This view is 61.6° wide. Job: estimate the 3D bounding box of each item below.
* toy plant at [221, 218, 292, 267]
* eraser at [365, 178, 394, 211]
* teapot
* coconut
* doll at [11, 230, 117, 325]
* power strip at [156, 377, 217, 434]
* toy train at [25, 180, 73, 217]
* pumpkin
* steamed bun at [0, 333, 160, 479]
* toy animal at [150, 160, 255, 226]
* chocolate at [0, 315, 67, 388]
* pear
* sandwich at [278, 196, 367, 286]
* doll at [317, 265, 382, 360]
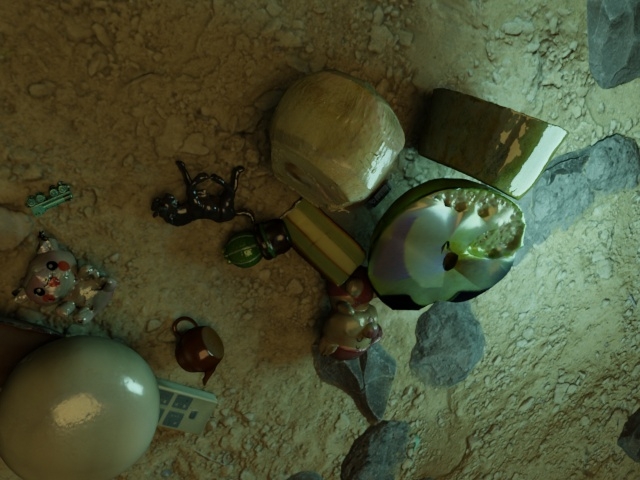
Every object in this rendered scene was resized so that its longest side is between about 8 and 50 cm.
[{"bbox_3d":[-0.151,0.010,1.255,0.162,0.093,0.093,-20,116,4],"label":"toy plant"},{"bbox_3d":[0.153,-0.118,1.399,0.027,0.019,0.099,43,87,-15],"label":"eraser"},{"bbox_3d":[-0.300,0.262,1.281,0.116,0.116,0.173,-30,90,-12],"label":"teapot"},{"bbox_3d":[0.032,-0.225,1.160,0.297,0.297,0.255,45,71,-29],"label":"coconut"},{"bbox_3d":[-0.530,0.087,1.120,0.192,0.095,0.149,32,86,-27],"label":"doll"},{"bbox_3d":[-0.413,0.385,1.298,0.367,0.043,0.106,25,96,-29],"label":"power strip"},{"bbox_3d":[-0.550,-0.084,1.092,0.092,0.029,0.045,-28,123,-15],"label":"toy train"},{"bbox_3d":[0.402,-0.227,1.302,0.332,0.332,0.199,10,104,-27],"label":"pumpkin"},{"bbox_3d":[-0.488,0.359,1.100,0.324,0.206,0.325,-13,119,-24],"label":"steamed bun"},{"bbox_3d":[-0.256,-0.093,1.202,0.232,0.084,0.148,2,118,-27],"label":"toy animal"},{"bbox_3d":[-0.656,0.221,1.114,0.261,0.083,0.161,33,93,-38],"label":"chocolate"},{"bbox_3d":[0.287,-0.016,1.324,0.398,0.165,0.399,-8,130,-9],"label":"pear"},{"bbox_3d":[0.000,0.000,1.281,0.117,0.187,0.144,-46,125,-5],"label":"sandwich"},{"bbox_3d":[0.086,0.189,1.395,0.196,0.152,0.256,-1,108,-22],"label":"doll"}]
